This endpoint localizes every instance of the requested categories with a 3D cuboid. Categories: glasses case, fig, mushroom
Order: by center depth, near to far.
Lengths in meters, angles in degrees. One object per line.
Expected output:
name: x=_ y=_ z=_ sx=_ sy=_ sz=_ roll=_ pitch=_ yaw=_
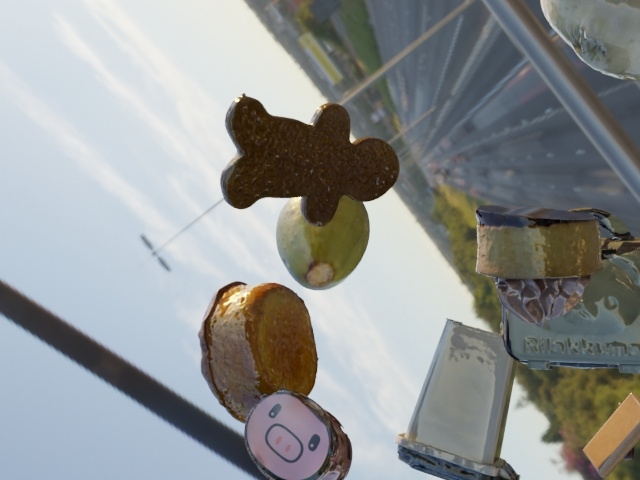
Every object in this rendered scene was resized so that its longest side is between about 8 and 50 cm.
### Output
mushroom: x=0.461 y=-0.404 z=1.118 sx=0.314 sy=0.314 sz=0.336 roll=56 pitch=179 yaw=19
glasses case: x=0.688 y=0.440 z=1.831 sx=0.070 sy=0.194 sz=0.102 roll=24 pitch=-161 yaw=-22
fig: x=0.000 y=0.000 z=2.136 sx=0.258 sy=0.258 sz=0.326 roll=50 pitch=-151 yaw=-23

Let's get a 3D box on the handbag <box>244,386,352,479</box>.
handbag: x=-0.043 y=0.396 z=1.564 sx=0.205 sy=0.179 sz=0.116 roll=34 pitch=178 yaw=25

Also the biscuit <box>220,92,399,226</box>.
biscuit: x=-0.020 y=-0.175 z=1.814 sx=0.431 sy=0.283 sz=0.064 roll=1 pitch=-165 yaw=-25

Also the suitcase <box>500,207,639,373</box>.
suitcase: x=0.549 y=0.102 z=1.676 sx=0.194 sy=0.351 sz=0.340 roll=19 pitch=-108 yaw=-64

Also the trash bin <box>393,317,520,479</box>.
trash bin: x=0.371 y=0.395 z=1.938 sx=0.295 sy=0.368 sz=0.256 roll=14 pitch=175 yaw=22

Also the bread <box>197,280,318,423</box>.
bread: x=-0.133 y=0.230 z=1.724 sx=0.312 sy=0.172 sz=0.312 roll=35 pitch=-132 yaw=-50

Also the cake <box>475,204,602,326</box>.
cake: x=0.331 y=0.040 z=1.249 sx=0.185 sy=0.178 sz=0.207 roll=-6 pitch=-165 yaw=-44
